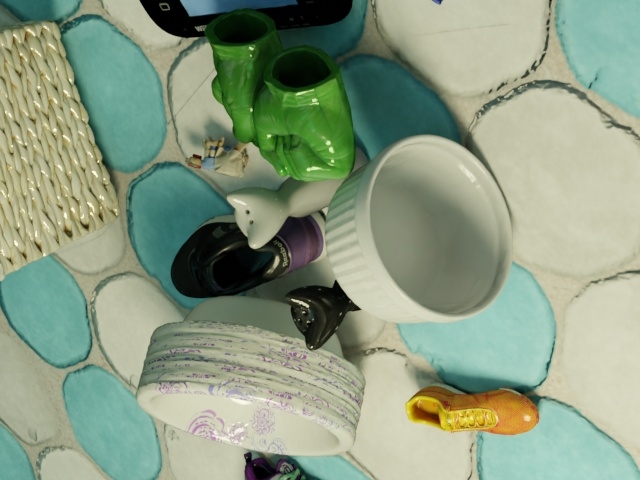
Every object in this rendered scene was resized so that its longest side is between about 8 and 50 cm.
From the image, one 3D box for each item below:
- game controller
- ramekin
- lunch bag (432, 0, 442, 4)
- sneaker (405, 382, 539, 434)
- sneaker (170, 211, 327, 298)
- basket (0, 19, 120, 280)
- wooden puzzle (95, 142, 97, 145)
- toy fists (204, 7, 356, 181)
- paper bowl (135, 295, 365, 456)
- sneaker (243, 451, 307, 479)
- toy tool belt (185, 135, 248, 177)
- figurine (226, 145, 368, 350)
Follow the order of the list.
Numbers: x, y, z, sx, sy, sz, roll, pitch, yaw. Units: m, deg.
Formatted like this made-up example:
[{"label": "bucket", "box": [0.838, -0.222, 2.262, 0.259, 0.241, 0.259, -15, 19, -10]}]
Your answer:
[{"label": "game controller", "box": [-0.107, -0.317, 1.425, 0.319, 0.067, 0.166, 3, 126, 39]}, {"label": "ramekin", "box": [0.101, -0.005, 1.343, 0.109, 0.207, 0.207, -21, 98, 52]}, {"label": "lunch bag", "box": [0.040, -0.371, 1.196, 0.221, 0.138, 0.293, 45, 178, 26]}, {"label": "sneaker", "box": [0.183, 0.214, 1.476, 0.175, 0.067, 0.064, -3, 108, 38]}, {"label": "sneaker", "box": [-0.126, 0.025, 1.589, 0.283, 0.124, 0.107, -21, 97, 43]}, {"label": "basket", "box": [-0.505, -0.124, 1.706, 0.331, 0.266, 0.328, -1, 111, 46]}, {"label": "wooden puzzle", "box": [-0.360, -0.149, 1.768, 0.079, 0.014, 0.116, -15, 102, 39]}, {"label": "toy fists", "box": [-0.048, -0.153, 1.372, 0.279, 0.096, 0.142, 40, 155, 50]}, {"label": "paper bowl", "box": [-0.083, 0.170, 1.560, 0.284, 0.148, 0.284, 10, 156, 4]}, {"label": "sneaker", "box": [-0.029, 0.365, 1.717, 0.224, 0.083, 0.098, 6, 111, 38]}, {"label": "toy tool belt", "box": [-0.132, -0.114, 1.584, 0.083, 0.052, 0.051, 14, 89, 30]}, {"label": "figurine", "box": [0.000, 0.000, 1.416, 0.092, 0.209, 0.214, -31, 91, 44]}]
